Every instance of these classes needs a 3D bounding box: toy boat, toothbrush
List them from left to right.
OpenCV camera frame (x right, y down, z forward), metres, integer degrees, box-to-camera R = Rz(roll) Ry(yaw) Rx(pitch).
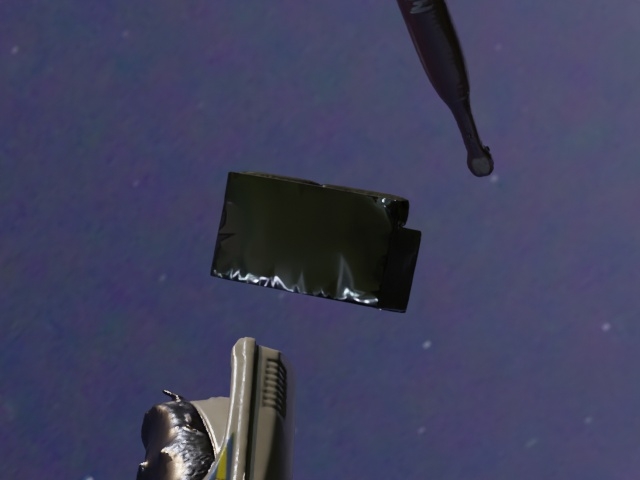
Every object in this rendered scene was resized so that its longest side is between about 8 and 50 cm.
[{"bbox_3d":[-0.082,0.180,1.191,0.141,0.141,0.269,40,-147,-8],"label":"toy boat"},{"bbox_3d":[0.101,-0.168,1.565,0.364,0.040,0.041,62,-156,-50],"label":"toothbrush"}]

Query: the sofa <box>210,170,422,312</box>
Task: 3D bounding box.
[{"bbox_3d":[0.000,0.000,1.340,0.060,0.147,0.085,9,-89,-62],"label":"sofa"}]
